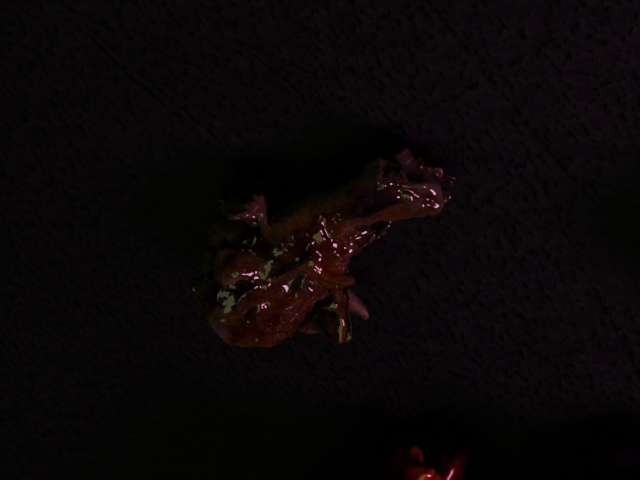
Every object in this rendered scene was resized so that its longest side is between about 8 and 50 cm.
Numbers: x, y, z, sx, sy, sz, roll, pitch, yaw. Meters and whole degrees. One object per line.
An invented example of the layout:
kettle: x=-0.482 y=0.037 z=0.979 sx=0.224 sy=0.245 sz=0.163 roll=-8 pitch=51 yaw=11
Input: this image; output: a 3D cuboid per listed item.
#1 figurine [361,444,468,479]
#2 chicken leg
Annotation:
figurine: x=0.141 y=0.270 z=1.387 sx=0.412 sy=0.241 sz=0.306 roll=-11 pitch=158 yaw=12
chicken leg: x=-0.008 y=-0.002 z=1.233 sx=0.125 sy=0.080 sz=0.196 roll=19 pitch=136 yaw=-11
